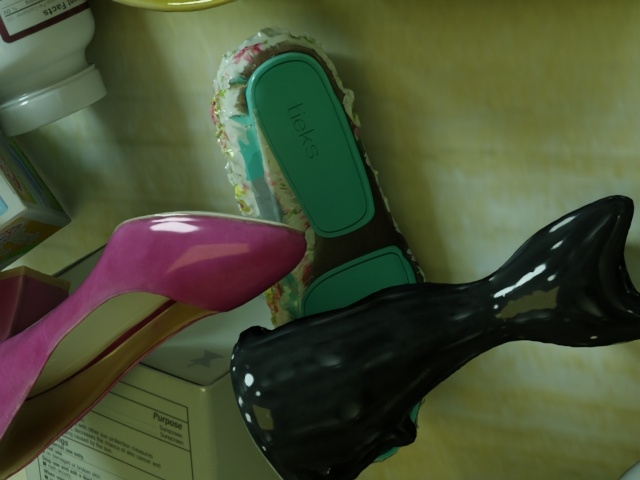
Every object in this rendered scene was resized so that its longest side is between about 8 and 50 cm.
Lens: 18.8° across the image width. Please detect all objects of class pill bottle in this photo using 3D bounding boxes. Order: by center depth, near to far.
[{"bbox_3d":[-0.179,-0.139,1.084,0.086,0.086,0.152,-12,106,44],"label":"pill bottle"}]

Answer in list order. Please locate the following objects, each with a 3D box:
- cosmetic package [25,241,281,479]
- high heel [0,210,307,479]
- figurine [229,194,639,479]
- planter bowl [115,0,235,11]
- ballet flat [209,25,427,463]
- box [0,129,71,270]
[{"bbox_3d":[-0.084,0.169,1.165,0.160,0.113,0.309,19,125,32],"label":"cosmetic package"},{"bbox_3d":[-0.102,0.058,0.984,0.244,0.082,0.117,-13,67,36],"label":"high heel"},{"bbox_3d":[0.094,0.105,0.957,0.209,0.092,0.215,-23,103,12],"label":"figurine"},{"bbox_3d":[-0.053,-0.220,0.910,0.217,0.090,0.217,7,105,28],"label":"planter bowl"},{"bbox_3d":[0.000,0.000,1.031,0.077,0.091,0.241,-153,48,-67],"label":"ballet flat"},{"bbox_3d":[-0.225,-0.029,1.098,0.114,0.103,0.203,55,179,1],"label":"box"}]
